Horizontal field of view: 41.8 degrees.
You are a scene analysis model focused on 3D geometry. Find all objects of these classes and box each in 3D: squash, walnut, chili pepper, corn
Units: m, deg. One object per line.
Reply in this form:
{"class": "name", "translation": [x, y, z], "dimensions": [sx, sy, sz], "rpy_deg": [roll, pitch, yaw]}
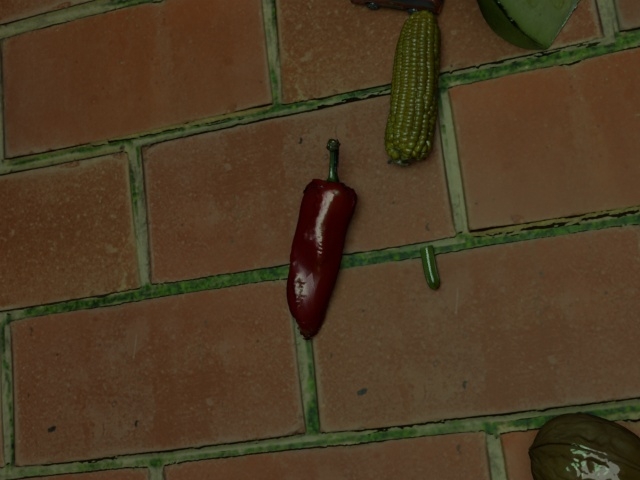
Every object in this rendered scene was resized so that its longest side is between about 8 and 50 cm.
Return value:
{"class": "squash", "translation": [0.208, 0.052, 1.583], "dimensions": [0.027, 0.027, 0.083], "rpy_deg": [-12, 78, 13]}
{"class": "walnut", "translation": [0.450, 0.376, 1.392], "dimensions": [0.207, 0.167, 0.168], "rpy_deg": [13, 84, 19]}
{"class": "chili pepper", "translation": [0.000, 0.000, 1.613], "dimensions": [0.110, 0.110, 0.388], "rpy_deg": [12, 88, 17]}
{"class": "corn", "translation": [0.181, -0.300, 1.615], "dimensions": [0.101, 0.102, 0.313], "rpy_deg": [2, 81, 16]}
{"class": "squash", "translation": [0.367, -0.521, 1.495], "dimensions": [0.210, 0.309, 0.234], "rpy_deg": [35, 90, 18]}

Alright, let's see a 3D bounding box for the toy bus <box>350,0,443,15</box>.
{"class": "toy bus", "translation": [0.150, -0.499, 1.672], "dimensions": [0.192, 0.077, 0.065], "rpy_deg": [13, 82, 16]}
